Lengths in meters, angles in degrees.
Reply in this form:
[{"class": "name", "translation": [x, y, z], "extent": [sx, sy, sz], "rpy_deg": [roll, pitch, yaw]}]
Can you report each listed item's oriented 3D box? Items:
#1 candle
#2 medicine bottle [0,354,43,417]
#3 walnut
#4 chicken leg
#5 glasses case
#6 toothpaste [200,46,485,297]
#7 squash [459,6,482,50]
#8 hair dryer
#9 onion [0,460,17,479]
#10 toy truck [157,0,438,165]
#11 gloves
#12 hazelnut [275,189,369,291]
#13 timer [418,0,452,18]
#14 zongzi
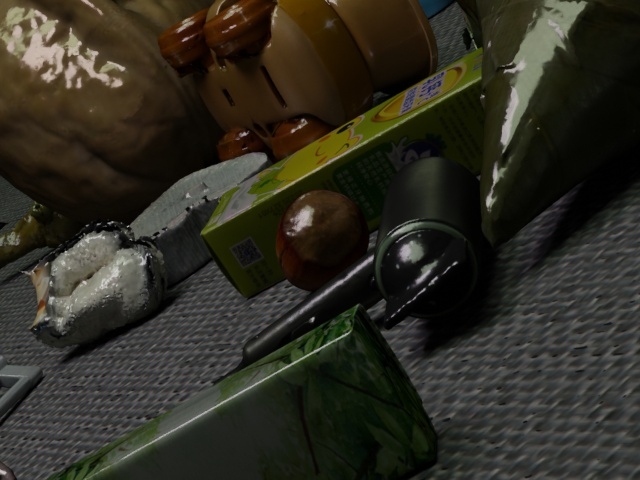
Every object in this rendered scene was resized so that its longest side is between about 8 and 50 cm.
[{"class": "candle", "translation": [-0.127, -0.026, 1.900], "extent": [0.192, 0.068, 0.168], "rpy_deg": [-31, 16, 1]}, {"class": "medicine bottle", "translation": [-0.350, 0.174, 1.727], "extent": [0.092, 0.061, 0.220], "rpy_deg": [0, 26, 21]}, {"class": "walnut", "translation": [-0.269, -0.202, 2.269], "extent": [0.381, 0.381, 0.381], "rpy_deg": [-31, 13, 8]}, {"class": "chicken leg", "translation": [-0.374, -0.025, 2.454], "extent": [0.228, 0.088, 0.103], "rpy_deg": [-30, 26, -3]}, {"class": "glasses case", "translation": [-0.071, 0.144, 1.068], "extent": [0.272, 0.095, 0.062], "rpy_deg": [-29, 12, 13]}, {"class": "toothpaste", "translation": [0.049, -0.065, 1.604], "extent": [0.327, 0.077, 0.110], "rpy_deg": [-29, 13, 18]}, {"class": "squash", "translation": [0.185, -0.267, 1.878], "extent": [0.123, 0.170, 0.170], "rpy_deg": [-15, 15, 7]}, {"class": "hair dryer", "translation": [0.013, 0.055, 1.299], "extent": [0.248, 0.078, 0.195], "rpy_deg": [-39, 11, 18]}, {"class": "onion", "translation": [-0.369, 0.226, 1.423], "extent": [0.247, 0.111, 0.250], "rpy_deg": [15, 10, 38]}, {"class": "toy truck", "translation": [-0.026, -0.197, 1.995], "extent": [0.212, 0.204, 0.288], "rpy_deg": [-35, 12, -22]}, {"class": "gloves", "translation": [-0.221, 0.042, 1.805], "extent": [0.153, 0.114, 0.070], "rpy_deg": [-24, -30, 25]}, {"class": "hazelnut", "translation": [0.000, 0.000, 1.492], "extent": [0.086, 0.086, 0.086], "rpy_deg": [-31, 13, 8]}, {"class": "timer", "translation": [0.064, -0.299, 2.519], "extent": [0.250, 0.091, 0.232], "rpy_deg": [-20, 12, 2]}, {"class": "zongzi", "translation": [0.156, -0.162, 1.411], "extent": [0.393, 0.174, 0.356], "rpy_deg": [-43, 33, -18]}]
